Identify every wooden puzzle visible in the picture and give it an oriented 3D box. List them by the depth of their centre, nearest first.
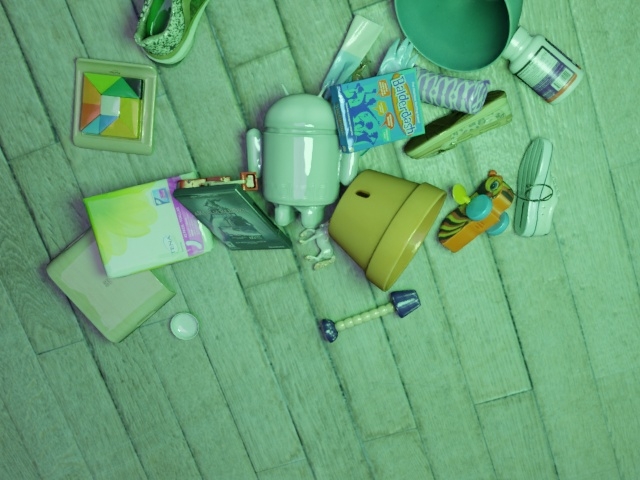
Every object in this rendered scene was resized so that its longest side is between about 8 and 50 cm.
[{"bbox_3d":[-0.553,-0.355,1.527,0.221,0.044,0.239,7,103,3],"label":"wooden puzzle"}]

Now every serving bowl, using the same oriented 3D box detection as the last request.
[{"bbox_3d":[-0.390,0.245,1.657,0.083,0.027,0.083,1,102,4],"label":"serving bowl"}]

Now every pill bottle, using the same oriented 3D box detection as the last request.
[{"bbox_3d":[0.532,-0.430,1.393,0.193,0.108,0.108,38,103,-4],"label":"pill bottle"}]

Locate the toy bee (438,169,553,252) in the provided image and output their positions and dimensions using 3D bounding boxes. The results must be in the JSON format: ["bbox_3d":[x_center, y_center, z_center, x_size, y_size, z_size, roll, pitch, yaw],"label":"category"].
[{"bbox_3d":[0.439,-0.093,1.474,0.298,0.162,0.195,-17,132,20],"label":"toy bee"}]

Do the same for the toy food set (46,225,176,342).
[{"bbox_3d":[-0.591,0.111,1.623,0.219,0.092,0.306,-40,98,0],"label":"toy food set"}]

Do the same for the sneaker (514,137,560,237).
[{"bbox_3d":[0.568,-0.134,1.477,0.091,0.094,0.258,1,108,-14],"label":"sneaker"}]

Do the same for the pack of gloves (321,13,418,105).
[{"bbox_3d":[0.115,-0.417,1.410,0.195,0.046,0.232,29,102,15],"label":"pack of gloves"}]

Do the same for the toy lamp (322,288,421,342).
[{"bbox_3d":[0.142,0.204,1.582,0.274,0.080,0.080,-22,100,8],"label":"toy lamp"}]

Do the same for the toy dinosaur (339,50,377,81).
[{"bbox_3d":[0.103,-0.402,1.471,0.092,0.053,0.183,-15,94,23],"label":"toy dinosaur"}]

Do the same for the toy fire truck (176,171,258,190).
[{"bbox_3d":[-0.263,-0.140,1.442,0.192,0.135,0.047,-7,95,-17],"label":"toy fire truck"}]

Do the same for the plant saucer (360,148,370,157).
[{"bbox_3d":[0.154,-0.305,1.497,0.192,0.018,0.067,-42,96,11],"label":"plant saucer"}]

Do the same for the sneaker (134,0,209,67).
[{"bbox_3d":[-0.340,-0.622,1.379,0.158,0.182,0.410,23,103,-1],"label":"sneaker"}]

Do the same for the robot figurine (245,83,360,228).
[{"bbox_3d":[-0.046,-0.212,1.439,0.300,0.200,0.354,4,103,11],"label":"robot figurine"}]

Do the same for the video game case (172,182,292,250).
[{"bbox_3d":[-0.219,-0.052,1.456,0.196,0.274,0.026,-2,60,28],"label":"video game case"}]

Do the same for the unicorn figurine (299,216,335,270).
[{"bbox_3d":[0.000,0.000,1.557,0.111,0.060,0.162,-14,126,11],"label":"unicorn figurine"}]

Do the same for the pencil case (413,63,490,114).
[{"bbox_3d":[0.303,-0.371,1.400,0.206,0.086,0.088,25,84,29],"label":"pencil case"}]

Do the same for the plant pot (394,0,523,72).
[{"bbox_3d":[0.344,-0.568,1.316,0.290,0.290,0.195,41,67,-5],"label":"plant pot"}]

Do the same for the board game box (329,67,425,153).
[{"bbox_3d":[0.138,-0.309,1.357,0.210,0.047,0.160,-18,108,-18],"label":"board game box"}]

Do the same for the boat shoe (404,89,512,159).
[{"bbox_3d":[0.350,-0.273,1.445,0.285,0.104,0.089,-28,116,8],"label":"boat shoe"}]

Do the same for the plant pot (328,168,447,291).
[{"bbox_3d":[0.154,-0.045,1.437,0.203,0.291,0.291,32,104,13],"label":"plant pot"}]

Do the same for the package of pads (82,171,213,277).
[{"bbox_3d":[-0.450,-0.039,1.528,0.296,0.101,0.229,-15,99,-9],"label":"package of pads"}]
